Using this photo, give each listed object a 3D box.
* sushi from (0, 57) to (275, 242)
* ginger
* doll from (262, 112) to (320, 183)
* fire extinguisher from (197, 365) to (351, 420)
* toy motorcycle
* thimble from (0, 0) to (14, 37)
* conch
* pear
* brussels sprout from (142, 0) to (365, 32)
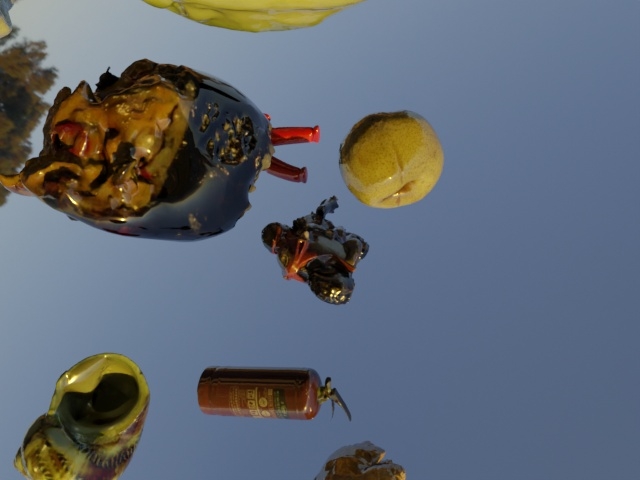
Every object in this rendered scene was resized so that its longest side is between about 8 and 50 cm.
[{"bbox_3d":[-0.185,-0.090,0.526,0.199,0.204,0.213,-9,-117,38],"label":"sushi"},{"bbox_3d":[0.086,0.612,1.137,0.236,0.166,0.376,-8,-153,4],"label":"ginger"},{"bbox_3d":[-0.199,-0.230,1.190,0.383,0.099,0.189,6,-120,11],"label":"doll"},{"bbox_3d":[-0.103,0.353,1.138,0.336,0.136,0.114,-4,-156,17],"label":"fire extinguisher"},{"bbox_3d":[0.000,0.000,1.043,0.401,0.207,0.134,-56,170,-64],"label":"toy motorcycle"},{"bbox_3d":[-0.362,-0.284,0.352,0.195,0.292,0.292,-10,-134,-13],"label":"thimble"},{"bbox_3d":[-0.344,0.271,0.726,0.124,0.181,0.188,-28,-102,53],"label":"conch"},{"bbox_3d":[0.106,-0.126,0.771,0.167,0.167,0.137,-21,-108,25],"label":"pear"},{"bbox_3d":[-0.038,-0.277,0.250,0.328,0.328,0.247,-37,-177,11],"label":"brussels sprout"}]
